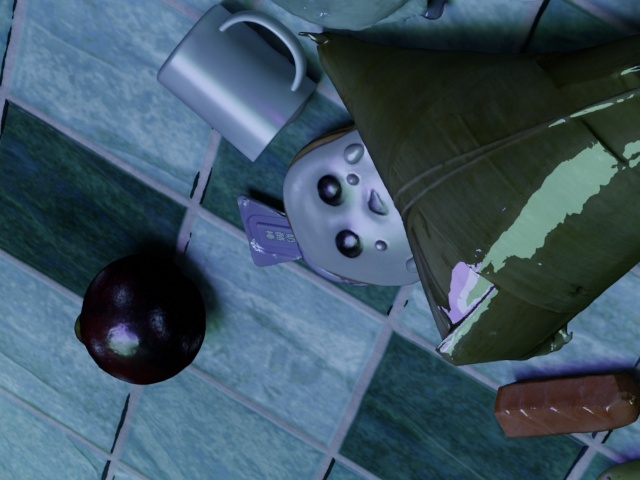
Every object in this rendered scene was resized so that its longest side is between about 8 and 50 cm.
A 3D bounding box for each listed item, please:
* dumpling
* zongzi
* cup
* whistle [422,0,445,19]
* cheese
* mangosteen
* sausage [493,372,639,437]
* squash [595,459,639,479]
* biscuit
[{"bbox_3d":[-0.003,-0.238,1.798,0.217,0.105,0.149,19,135,20],"label":"dumpling"},{"bbox_3d":[0.215,-0.150,1.724,0.447,0.181,0.418,-42,63,26],"label":"zongzi"},{"bbox_3d":[-0.070,-0.167,1.925,0.133,0.099,0.136,40,109,-1],"label":"cup"},{"bbox_3d":[0.110,-0.269,1.747,0.033,0.033,0.176,25,137,14],"label":"whistle"},{"bbox_3d":[0.000,0.000,2.054,0.191,0.042,0.105,9,130,30],"label":"cheese"},{"bbox_3d":[-0.205,0.089,2.195,0.152,0.152,0.152,19,135,20],"label":"mangosteen"},{"bbox_3d":[0.260,0.165,2.007,0.169,0.065,0.065,-9,120,40],"label":"sausage"},{"bbox_3d":[0.384,0.261,1.997,0.250,0.083,0.083,-7,122,35],"label":"squash"},{"bbox_3d":[0.054,-0.035,1.945,0.208,0.049,0.181,-25,101,31],"label":"biscuit"}]
